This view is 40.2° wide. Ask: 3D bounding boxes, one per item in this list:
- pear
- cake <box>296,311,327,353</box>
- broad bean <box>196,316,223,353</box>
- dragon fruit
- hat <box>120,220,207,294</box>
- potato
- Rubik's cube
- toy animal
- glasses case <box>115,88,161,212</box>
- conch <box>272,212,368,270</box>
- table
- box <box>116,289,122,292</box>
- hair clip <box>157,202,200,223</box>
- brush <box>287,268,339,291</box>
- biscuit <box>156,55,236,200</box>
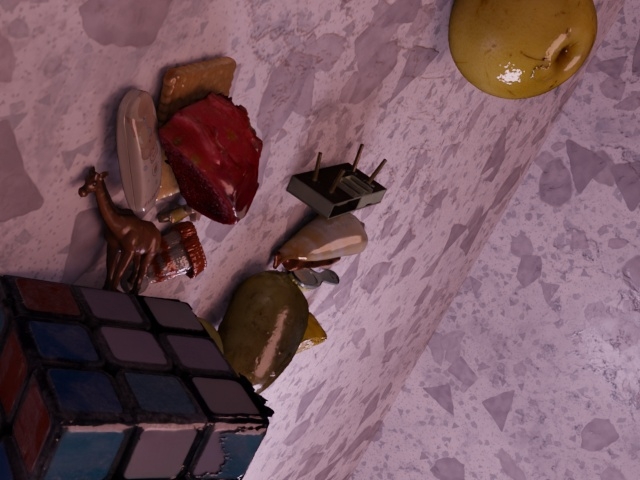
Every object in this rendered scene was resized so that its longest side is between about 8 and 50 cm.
[{"bbox_3d":[0.465,-0.493,2.030,0.348,0.348,0.348,-44,156,-25],"label":"pear"},{"bbox_3d":[-0.083,0.255,2.364,0.184,0.116,0.080,-23,153,5],"label":"cake"},{"bbox_3d":[-0.278,0.237,1.742,0.189,0.121,0.263,-56,142,-17],"label":"broad bean"},{"bbox_3d":[-0.162,-0.120,1.424,0.162,0.189,0.262,-24,158,-10],"label":"dragon fruit"},{"bbox_3d":[-0.291,0.044,1.584,0.162,0.093,0.112,-25,138,-21],"label":"hat"},{"bbox_3d":[-0.140,0.214,1.971,0.308,0.173,0.210,-60,156,-11],"label":"potato"},{"bbox_3d":[-0.344,0.302,1.326,0.363,0.362,0.359,9,117,-38],"label":"Rubik's cube"},{"bbox_3d":[-0.330,-0.012,1.416,0.224,0.066,0.230,-18,127,-63],"label":"toy animal"},{"bbox_3d":[-0.276,-0.134,1.333,0.081,0.051,0.204,-72,168,-48],"label":"glasses case"},{"bbox_3d":[-0.002,-0.011,2.069,0.255,0.127,0.158,-9,165,-33],"label":"conch"},{"bbox_3d":[0.053,-0.141,1.945,0.240,0.121,0.111,-20,141,-56],"label":"table"},{"bbox_3d":[-0.322,0.206,1.575,0.237,0.070,0.152,35,90,-27],"label":"box"},{"bbox_3d":[-0.208,-0.072,1.600,0.214,0.056,0.062,-28,113,-48],"label":"hair clip"},{"bbox_3d":[-0.026,0.106,2.241,0.060,0.068,0.297,-39,164,15],"label":"brush"},{"bbox_3d":[-0.223,-0.182,1.438,0.160,0.030,0.250,-28,146,-48],"label":"biscuit"}]
